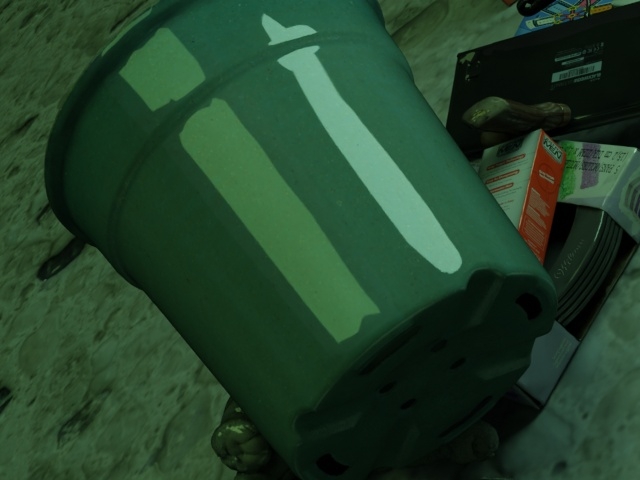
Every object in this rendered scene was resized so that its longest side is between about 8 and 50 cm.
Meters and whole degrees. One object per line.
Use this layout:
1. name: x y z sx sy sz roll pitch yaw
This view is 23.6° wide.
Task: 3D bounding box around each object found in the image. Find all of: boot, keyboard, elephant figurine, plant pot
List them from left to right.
1. plant pot: 0.000 0.000 1.270 0.341 0.341 0.334 -44 61 11
2. elephant figurine: 0.032 0.162 1.412 0.239 0.186 0.169 -31 -10 12
3. boot: 0.159 -0.107 1.411 0.106 0.114 0.037 -22 78 42
4. keyboard: 0.257 -0.189 1.468 0.317 0.033 0.201 -10 60 42

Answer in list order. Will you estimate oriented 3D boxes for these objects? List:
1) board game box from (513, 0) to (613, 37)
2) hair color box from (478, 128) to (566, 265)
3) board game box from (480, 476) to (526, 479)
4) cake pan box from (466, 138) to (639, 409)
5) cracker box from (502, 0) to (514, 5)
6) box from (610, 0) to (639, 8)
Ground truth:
1. board game box: 0.325 -0.259 1.588 0.281 0.027 0.145 1 56 54
2. hair color box: 0.172 -0.027 1.381 0.072 0.043 0.141 -19 42 43
3. board game box: 0.213 0.212 1.099 0.186 0.126 0.026 -9 49 50
4. cake pan box: 0.174 0.018 1.438 0.245 0.070 0.267 -58 31 -10
5. cracker box: 0.250 -0.394 1.715 0.232 0.156 0.067 -35 32 23
6. box: 0.385 -0.261 1.447 0.186 0.038 0.145 18 70 50
